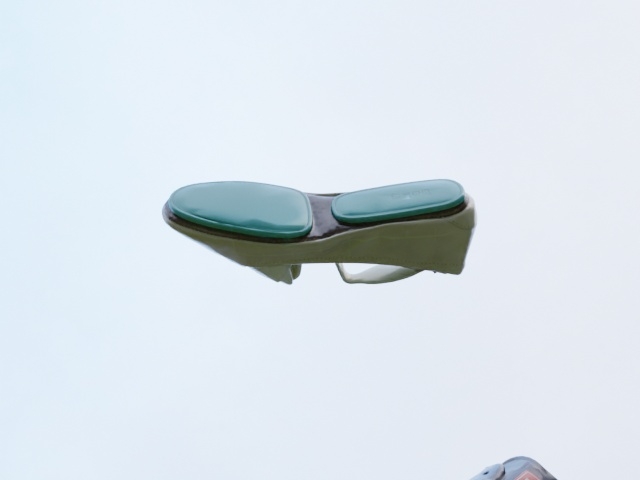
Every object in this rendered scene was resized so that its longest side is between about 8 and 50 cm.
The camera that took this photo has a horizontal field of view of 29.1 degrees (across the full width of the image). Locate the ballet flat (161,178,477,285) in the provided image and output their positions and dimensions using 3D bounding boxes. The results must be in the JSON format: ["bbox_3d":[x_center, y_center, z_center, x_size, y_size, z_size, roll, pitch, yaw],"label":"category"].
[{"bbox_3d":[0.000,0.000,0.979,0.248,0.086,0.086,0,-60,2],"label":"ballet flat"}]

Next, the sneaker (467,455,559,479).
[{"bbox_3d":[0.131,0.239,0.994,0.148,0.350,0.131,-45,-108,4],"label":"sneaker"}]
